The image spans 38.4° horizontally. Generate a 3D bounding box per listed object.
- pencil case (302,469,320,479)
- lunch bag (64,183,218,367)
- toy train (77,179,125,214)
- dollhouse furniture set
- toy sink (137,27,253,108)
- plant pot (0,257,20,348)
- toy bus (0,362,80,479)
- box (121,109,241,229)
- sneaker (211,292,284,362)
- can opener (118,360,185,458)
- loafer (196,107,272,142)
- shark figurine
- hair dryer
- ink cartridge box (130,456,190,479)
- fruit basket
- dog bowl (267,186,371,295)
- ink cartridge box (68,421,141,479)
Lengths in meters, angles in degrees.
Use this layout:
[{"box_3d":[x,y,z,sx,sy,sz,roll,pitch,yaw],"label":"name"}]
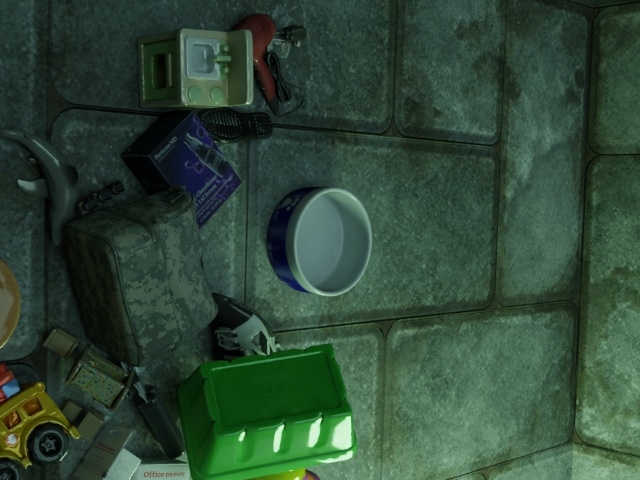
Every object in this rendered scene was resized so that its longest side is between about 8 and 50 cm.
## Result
[{"box_3d":[-0.094,0.572,2.201,0.236,0.104,0.104,40,67,-37],"label":"pencil case"},{"box_3d":[-0.336,0.067,1.827,0.256,0.213,0.305,-27,121,-36],"label":"lunch bag"},{"box_3d":[-0.438,-0.086,1.822,0.158,0.036,0.027,-52,125,-64],"label":"toy train"},{"box_3d":[-0.487,0.290,1.783,0.182,0.101,0.161,34,100,-11],"label":"dollhouse furniture set"},{"box_3d":[-0.261,-0.347,1.871,0.131,0.234,0.152,-7,99,-44],"label":"toy sink"},{"box_3d":[-0.648,0.102,1.558,0.291,0.203,0.290,-5,97,-43],"label":"plant pot"},{"box_3d":[-0.590,0.345,1.686,0.220,0.149,0.211,-34,103,-34],"label":"toy bus"},{"box_3d":[-0.292,-0.150,1.944,0.153,0.108,0.207,-52,126,-27],"label":"box"},{"box_3d":[-0.174,0.257,2.079,0.330,0.122,0.146,54,57,-32],"label":"sneaker"},{"box_3d":[-0.375,0.349,1.944,0.093,0.074,0.280,-28,116,-1],"label":"can opener"},{"box_3d":[-0.203,-0.247,2.038,0.220,0.078,0.080,-1,84,-49],"label":"loafer"},{"box_3d":[-0.513,-0.142,1.732,0.166,0.116,0.278,-53,128,-29],"label":"shark figurine"},{"box_3d":[-0.130,-0.404,2.098,0.294,0.080,0.223,-1,94,-43],"label":"hair dryer"},{"box_3d":[-0.365,0.561,1.949,0.140,0.082,0.190,13,83,-44],"label":"ink cartridge box"},{"box_3d":[-0.115,0.413,1.989,0.392,0.392,0.283,17,45,-43],"label":"fruit basket"},{"box_3d":[0.000,0.000,2.239,0.265,0.104,0.264,-5,97,-43],"label":"dog bowl"},{"box_3d":[-0.436,0.466,1.857,0.060,0.104,0.180,48,62,-35],"label":"ink cartridge box"}]
